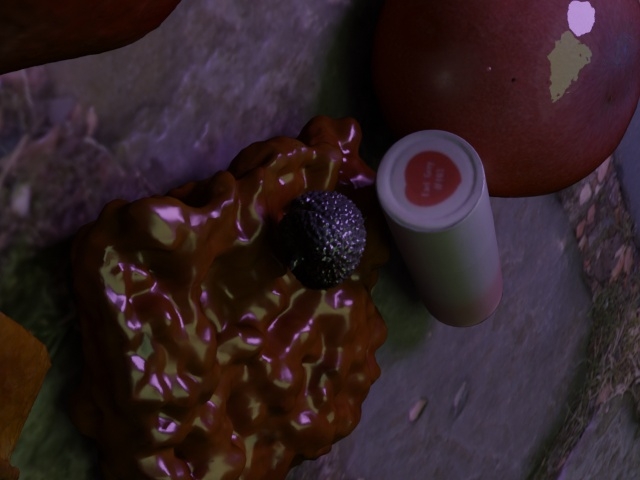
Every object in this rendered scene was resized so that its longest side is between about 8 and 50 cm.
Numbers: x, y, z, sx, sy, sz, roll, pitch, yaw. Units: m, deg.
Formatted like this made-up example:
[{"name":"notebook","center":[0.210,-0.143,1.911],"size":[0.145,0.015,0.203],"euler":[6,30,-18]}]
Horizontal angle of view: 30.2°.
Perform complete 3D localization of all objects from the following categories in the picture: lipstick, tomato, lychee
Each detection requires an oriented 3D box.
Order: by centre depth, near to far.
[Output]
[{"name":"lychee","center":[0.000,0.000,0.881],"size":[0.083,0.068,0.067],"euler":[-49,171,-35]},{"name":"lipstick","center":[0.114,0.001,1.063],"size":[0.087,0.087,0.327],"euler":[-65,163,-11]},{"name":"tomato","center":[0.172,-0.162,1.074],"size":[0.255,0.224,0.256],"euler":[-24,126,-37]}]

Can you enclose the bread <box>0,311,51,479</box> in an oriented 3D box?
[{"name":"bread","center":[-0.255,0.078,0.718],"size":[0.229,0.139,0.143],"euler":[41,63,-49]}]

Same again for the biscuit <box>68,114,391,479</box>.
[{"name":"biscuit","center":[-0.059,0.077,0.959],"size":[0.312,0.110,0.318],"euler":[-29,120,-44]}]

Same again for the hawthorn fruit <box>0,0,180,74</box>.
[{"name":"hawthorn fruit","center":[-0.175,-0.228,0.606],"size":[0.311,0.295,0.295],"euler":[-35,127,-39]}]
